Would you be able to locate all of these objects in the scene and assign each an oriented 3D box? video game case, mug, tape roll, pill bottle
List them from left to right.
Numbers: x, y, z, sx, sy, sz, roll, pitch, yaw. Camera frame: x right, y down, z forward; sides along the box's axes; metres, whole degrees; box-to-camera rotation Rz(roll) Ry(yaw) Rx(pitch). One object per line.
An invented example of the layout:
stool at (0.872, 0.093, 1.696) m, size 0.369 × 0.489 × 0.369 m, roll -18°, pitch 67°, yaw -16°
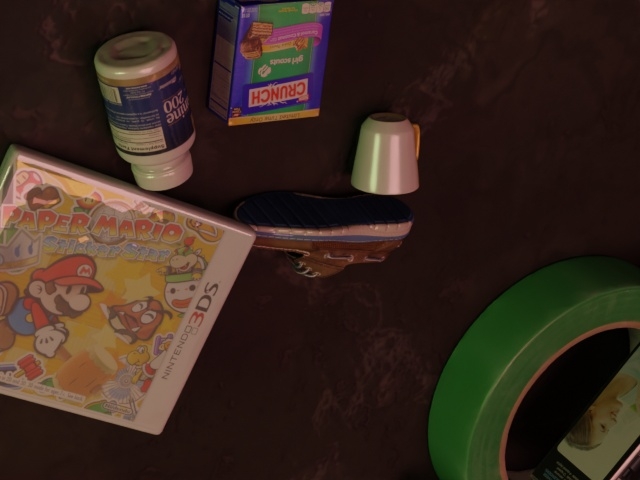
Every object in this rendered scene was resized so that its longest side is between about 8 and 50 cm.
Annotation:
video game case at (-0.194, 0.047, 1.354) m, size 0.227 × 0.026 × 0.206 m, roll 19°, pitch 105°, yaw -27°
pill bottle at (-0.138, -0.103, 1.303) m, size 0.067 × 0.067 × 0.120 m, roll -25°, pitch 128°, yaw -20°
mug at (0.060, -0.083, 1.464) m, size 0.062 × 0.078 × 0.064 m, roll 2°, pitch 110°, yaw 1°
tape roll at (0.268, 0.174, 1.734) m, size 0.321 × 0.077 × 0.321 m, roll -17°, pitch 125°, yaw -26°

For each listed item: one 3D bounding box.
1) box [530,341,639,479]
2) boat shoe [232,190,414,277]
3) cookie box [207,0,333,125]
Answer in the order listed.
box at (0.376, 0.191, 1.707) m, size 0.290 × 0.087 × 0.169 m, roll -50°, pitch 132°, yaw 1°
boat shoe at (0.000, 0.000, 1.458) m, size 0.183 × 0.066 × 0.066 m, roll 1°, pitch 124°, yaw -30°
cookie box at (-0.042, -0.155, 1.354) m, size 0.092 × 0.040 × 0.107 m, roll -10°, pitch 122°, yaw -30°
